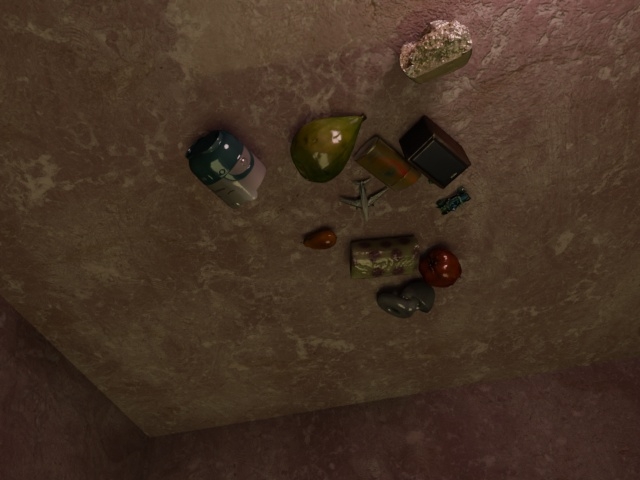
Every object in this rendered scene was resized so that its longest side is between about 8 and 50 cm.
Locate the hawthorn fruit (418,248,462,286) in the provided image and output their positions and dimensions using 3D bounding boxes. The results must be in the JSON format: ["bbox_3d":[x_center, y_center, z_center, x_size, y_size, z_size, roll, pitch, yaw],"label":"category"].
[{"bbox_3d":[0.641,0.153,2.212,0.243,0.207,0.207,22,126,-31],"label":"hawthorn fruit"}]

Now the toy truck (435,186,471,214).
[{"bbox_3d":[0.617,-0.169,1.976,0.154,0.078,0.080,-33,127,22],"label":"toy truck"}]

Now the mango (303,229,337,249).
[{"bbox_3d":[0.002,-0.004,2.047,0.159,0.084,0.105,-2,153,22],"label":"mango"}]

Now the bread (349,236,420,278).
[{"bbox_3d":[0.311,0.090,2.123,0.338,0.155,0.187,-4,129,-4],"label":"bread"}]

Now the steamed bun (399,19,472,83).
[{"bbox_3d":[0.373,-0.637,1.440,0.225,0.200,0.170,-21,93,14],"label":"steamed bun"}]

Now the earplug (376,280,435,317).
[{"bbox_3d":[0.473,0.332,2.378,0.325,0.175,0.214,-16,138,20],"label":"earplug"}]

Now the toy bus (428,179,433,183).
[{"bbox_3d":[0.523,-0.271,1.900,0.083,0.031,0.037,-4,139,-3],"label":"toy bus"}]

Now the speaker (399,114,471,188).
[{"bbox_3d":[0.454,-0.351,1.711,0.231,0.192,0.153,30,124,-26],"label":"speaker"}]

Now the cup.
[{"bbox_3d":[-0.381,-0.278,1.662,0.289,0.219,0.257,-4,143,42],"label":"cup"}]

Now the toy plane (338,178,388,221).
[{"bbox_3d":[0.197,-0.178,1.923,0.226,0.058,0.226,-13,137,-1],"label":"toy plane"}]

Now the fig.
[{"bbox_3d":[0.016,-0.381,1.649,0.233,0.233,0.314,28,80,-29],"label":"fig"}]

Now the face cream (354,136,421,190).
[{"bbox_3d":[0.286,-0.310,1.804,0.285,0.067,0.139,30,125,-31],"label":"face cream"}]
